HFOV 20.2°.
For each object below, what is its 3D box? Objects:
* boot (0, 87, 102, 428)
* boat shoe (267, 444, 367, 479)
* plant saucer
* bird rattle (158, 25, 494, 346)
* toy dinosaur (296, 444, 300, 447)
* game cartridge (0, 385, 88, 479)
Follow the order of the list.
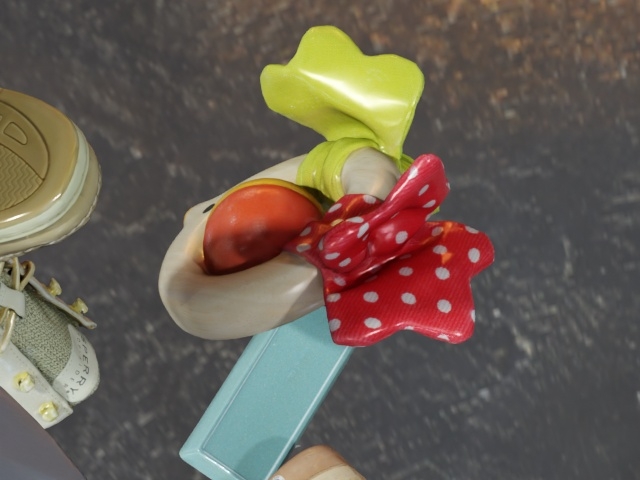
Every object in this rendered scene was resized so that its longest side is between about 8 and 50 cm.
[{"bbox_3d":[-0.142,0.017,0.773,0.213,0.165,0.077,-9,51,35],"label":"boot"},{"bbox_3d":[-0.054,0.262,1.207,0.324,0.123,0.116,-49,55,25],"label":"boat shoe"},{"bbox_3d":[-0.019,0.085,1.224,0.067,0.018,0.192,36,70,-11],"label":"plant saucer"},{"bbox_3d":[0.000,0.000,1.085,0.207,0.143,0.253,-26,33,15],"label":"bird rattle"},{"bbox_3d":[-0.042,0.184,1.457,0.047,0.082,0.090,-7,68,35],"label":"toy dinosaur"},{"bbox_3d":[-0.180,0.046,0.509,0.297,0.198,0.062,30,96,50],"label":"game cartridge"}]
